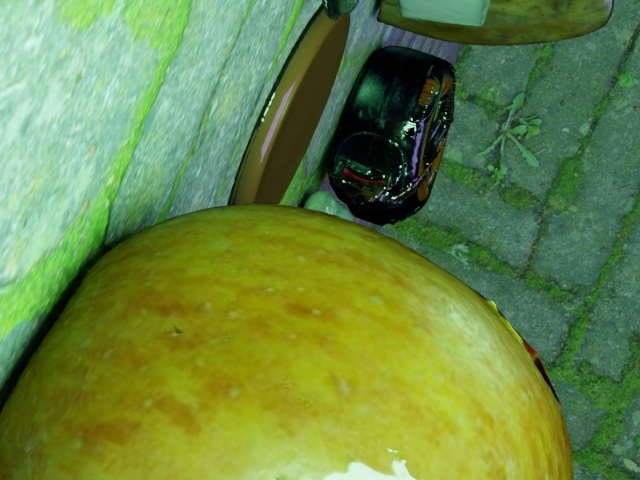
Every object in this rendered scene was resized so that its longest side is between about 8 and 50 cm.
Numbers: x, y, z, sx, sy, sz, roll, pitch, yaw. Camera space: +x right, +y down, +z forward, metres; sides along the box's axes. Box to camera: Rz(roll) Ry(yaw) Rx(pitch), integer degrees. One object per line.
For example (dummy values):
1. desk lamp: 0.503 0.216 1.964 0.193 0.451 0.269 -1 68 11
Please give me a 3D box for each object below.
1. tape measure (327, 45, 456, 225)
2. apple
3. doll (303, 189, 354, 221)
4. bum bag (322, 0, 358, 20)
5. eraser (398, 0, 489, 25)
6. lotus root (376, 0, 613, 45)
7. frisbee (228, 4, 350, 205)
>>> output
1. tape measure: 0.093 -0.129 1.725 0.202 0.135 0.223 50 59 -74
2. apple: -0.042 0.165 0.867 0.400 0.333 0.400 -44 158 -24
3. doll: 0.000 0.000 1.724 0.214 0.071 0.103 92 23 -75
4. bum bag: 0.035 -0.261 1.085 0.087 0.049 0.198 -106 -146 -60
5. eraser: 0.142 -0.374 1.074 0.213 0.082 0.397 49 56 -83
6. lotus root: 0.212 -0.366 1.483 0.316 0.250 0.316 16 90 -78
7. frisbee: -0.027 -0.108 1.292 0.251 0.021 0.251 23 90 -84
